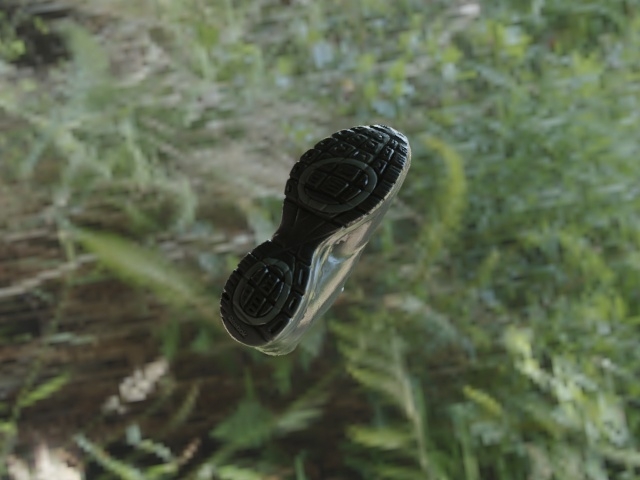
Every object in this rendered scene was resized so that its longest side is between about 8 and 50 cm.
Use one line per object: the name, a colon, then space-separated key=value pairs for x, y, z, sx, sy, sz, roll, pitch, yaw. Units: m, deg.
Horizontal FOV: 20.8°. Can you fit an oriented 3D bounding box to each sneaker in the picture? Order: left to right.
sneaker: x=0.000 y=0.000 z=1.876 sx=0.109 sy=0.286 sz=0.130 roll=35 pitch=-8 yaw=23
